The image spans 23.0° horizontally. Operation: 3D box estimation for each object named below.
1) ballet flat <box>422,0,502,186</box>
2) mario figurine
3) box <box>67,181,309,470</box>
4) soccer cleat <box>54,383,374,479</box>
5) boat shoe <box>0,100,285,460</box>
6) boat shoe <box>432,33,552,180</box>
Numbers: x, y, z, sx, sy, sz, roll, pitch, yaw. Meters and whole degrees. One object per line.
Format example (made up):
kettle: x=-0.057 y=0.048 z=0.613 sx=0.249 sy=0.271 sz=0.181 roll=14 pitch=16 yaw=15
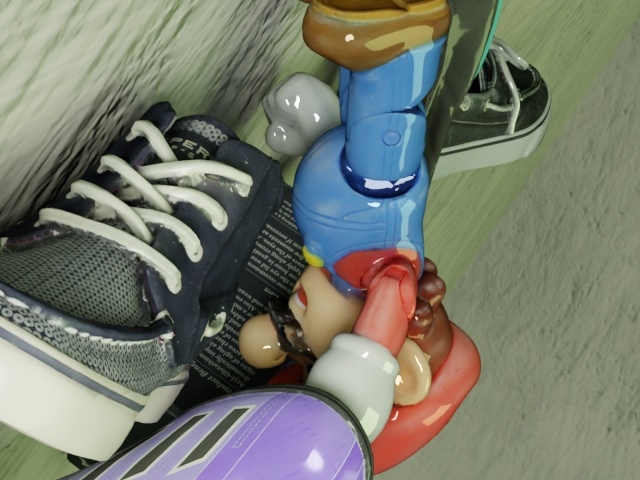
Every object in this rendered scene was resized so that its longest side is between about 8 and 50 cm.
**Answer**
ballet flat: x=0.054 y=-0.109 z=1.100 sx=0.096 sy=0.095 sz=0.280 roll=-11 pitch=125 yaw=-42
mario figurine: x=0.000 y=0.000 z=0.935 sx=0.198 sy=0.170 sz=0.320 roll=-35 pitch=131 yaw=-53
box: x=-0.069 y=0.079 z=1.099 sx=0.207 sy=0.108 sz=0.153 roll=-49 pitch=168 yaw=-35
soccer cleat: x=-0.117 y=0.170 z=0.863 sx=0.318 sy=0.108 sz=0.116 roll=-23 pitch=-179 yaw=25
boat shoe: x=-0.100 y=0.001 z=0.742 sx=0.158 sy=0.127 sz=0.340 roll=-60 pitch=178 yaw=-1
boat shoe: x=0.115 y=-0.129 z=1.305 sx=0.306 sy=0.113 sz=0.105 roll=-16 pitch=135 yaw=-50
